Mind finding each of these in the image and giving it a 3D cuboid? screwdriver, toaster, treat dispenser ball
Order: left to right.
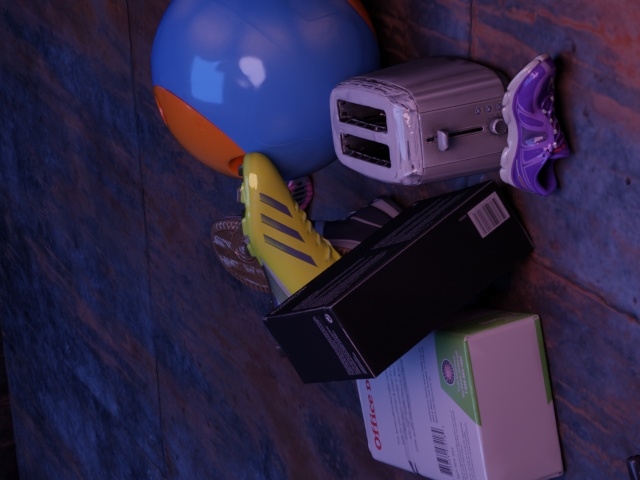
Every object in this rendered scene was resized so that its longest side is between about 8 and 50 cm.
[{"bbox_3d":[-0.068,-0.215,1.877,0.288,0.288,0.288,38,136,50],"label":"treat dispenser ball"},{"bbox_3d":[0.109,-0.139,1.733,0.227,0.146,0.129,25,124,57],"label":"toaster"},{"bbox_3d":[0.366,0.311,1.624,0.024,0.025,0.170,-11,102,63],"label":"screwdriver"}]

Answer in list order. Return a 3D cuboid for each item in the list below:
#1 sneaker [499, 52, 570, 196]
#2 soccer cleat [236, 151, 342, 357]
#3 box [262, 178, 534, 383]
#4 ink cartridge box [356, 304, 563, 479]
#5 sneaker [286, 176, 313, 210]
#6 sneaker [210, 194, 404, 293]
[{"bbox_3d":[0.239,-0.122,1.607,0.071,0.068,0.170,31,140,35],"label":"sneaker"},{"bbox_3d":[-0.024,0.016,1.824,0.093,0.121,0.289,-83,-21,-63],"label":"soccer cleat"},{"bbox_3d":[0.088,0.049,1.729,0.103,0.261,0.184,58,155,-11],"label":"box"},{"bbox_3d":[0.159,0.185,1.839,0.273,0.114,0.198,6,108,61],"label":"ink cartridge box"},{"bbox_3d":[-0.042,-0.057,2.190,0.057,0.047,0.119,-117,28,-47],"label":"sneaker"},{"bbox_3d":[0.000,0.000,1.966,0.282,0.153,0.099,12,123,37],"label":"sneaker"}]
